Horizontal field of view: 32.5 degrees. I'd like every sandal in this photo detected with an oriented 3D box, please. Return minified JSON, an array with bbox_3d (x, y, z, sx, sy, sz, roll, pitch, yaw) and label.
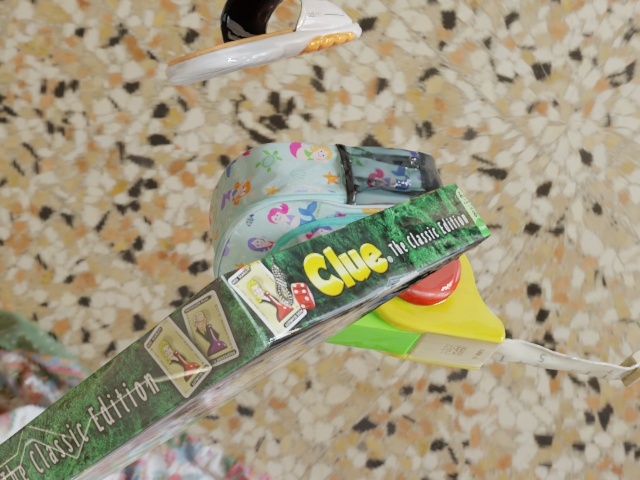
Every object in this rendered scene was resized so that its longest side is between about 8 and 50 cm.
[{"bbox_3d":[-0.047,-0.192,0.951,0.102,0.265,0.076,-10,100,28],"label":"sandal"}]

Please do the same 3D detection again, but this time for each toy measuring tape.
[{"bbox_3d":[0.135,0.051,0.968,0.330,0.121,0.121,10,99,-12],"label":"toy measuring tape"}]

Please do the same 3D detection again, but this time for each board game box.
[{"bbox_3d":[-0.064,0.063,0.428,0.260,0.136,0.030,-36,84,37],"label":"board game box"}]

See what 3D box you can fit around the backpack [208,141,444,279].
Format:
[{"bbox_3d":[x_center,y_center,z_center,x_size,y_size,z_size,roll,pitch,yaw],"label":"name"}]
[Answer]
[{"bbox_3d":[0.000,0.000,1.254,0.254,0.191,0.225,8,140,-14],"label":"backpack"}]
